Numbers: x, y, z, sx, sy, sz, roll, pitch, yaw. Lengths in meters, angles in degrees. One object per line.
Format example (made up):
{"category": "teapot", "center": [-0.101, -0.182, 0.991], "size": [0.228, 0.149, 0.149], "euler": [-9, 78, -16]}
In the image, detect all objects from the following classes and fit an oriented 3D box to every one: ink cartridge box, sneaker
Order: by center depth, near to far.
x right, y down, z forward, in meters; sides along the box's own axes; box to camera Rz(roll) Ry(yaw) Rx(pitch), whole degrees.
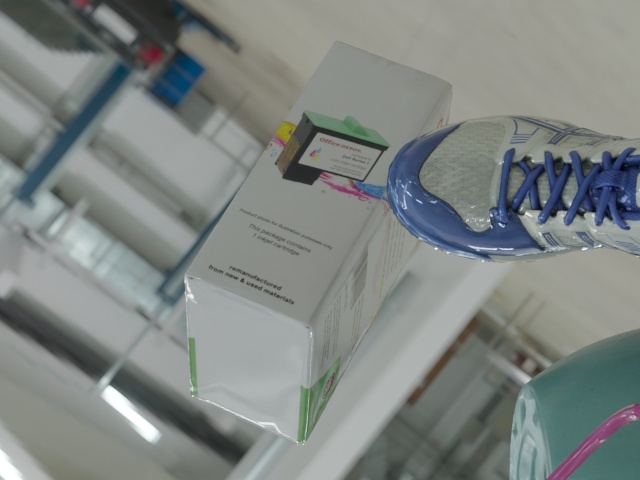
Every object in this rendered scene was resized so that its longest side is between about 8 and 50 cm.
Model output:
{"category": "sneaker", "center": [0.197, -0.040, 1.116], "size": [0.297, 0.111, 0.131], "euler": [4, 171, -5]}
{"category": "ink cartridge box", "center": [0.000, 0.000, 1.375], "size": [0.117, 0.278, 0.201], "euler": [23, 148, 12]}

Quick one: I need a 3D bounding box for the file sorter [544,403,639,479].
{"category": "file sorter", "center": [0.192, 0.243, 0.721], "size": [0.291, 0.182, 0.202], "euler": [42, -169, -5]}

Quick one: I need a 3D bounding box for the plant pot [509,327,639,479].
{"category": "plant pot", "center": [0.263, 0.189, 1.151], "size": [0.235, 0.293, 0.293], "euler": [-1, 180, -2]}
